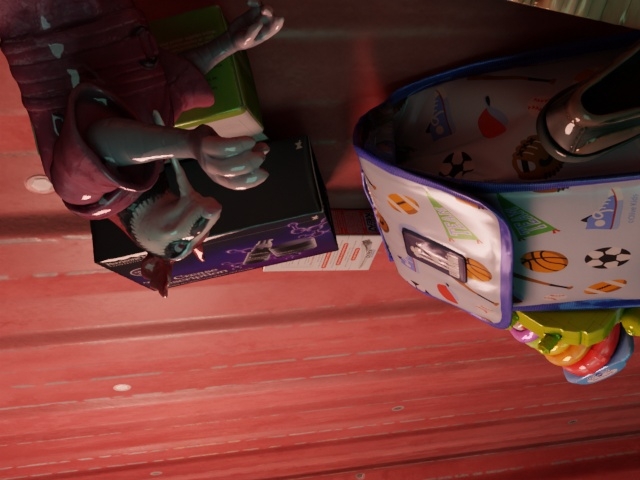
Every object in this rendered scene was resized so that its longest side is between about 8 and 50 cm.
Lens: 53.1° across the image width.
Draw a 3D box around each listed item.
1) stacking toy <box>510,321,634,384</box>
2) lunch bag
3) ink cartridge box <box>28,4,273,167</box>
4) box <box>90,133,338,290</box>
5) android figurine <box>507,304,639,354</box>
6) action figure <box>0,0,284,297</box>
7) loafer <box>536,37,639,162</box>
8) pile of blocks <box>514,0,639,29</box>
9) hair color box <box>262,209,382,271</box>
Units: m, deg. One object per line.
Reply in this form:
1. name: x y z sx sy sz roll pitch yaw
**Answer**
1. stacking toy: 0.428 0.150 1.229 0.302 0.165 0.175 21 141 -17
2. lunch bag: 0.255 -0.050 0.789 0.386 0.238 0.327 -4 148 14
3. ink cartridge box: -0.158 -0.137 0.676 0.189 0.096 0.255 -13 -179 3
4. box: -0.121 -0.024 0.791 0.262 0.103 0.184 -13 162 4
5. android figurine: 0.372 0.043 0.923 0.273 0.248 0.056 -47 144 -14
6. action figure: -0.167 -0.125 0.415 0.276 0.248 0.369 -10 109 5
7. loafer: 0.326 -0.158 0.577 0.268 0.096 0.084 -32 169 -2
8. pile of blocks: 0.168 -0.269 0.557 0.363 0.149 0.112 0 116 -28
9. hair color box: 0.000 0.000 0.945 0.168 0.053 0.093 1 144 -14
